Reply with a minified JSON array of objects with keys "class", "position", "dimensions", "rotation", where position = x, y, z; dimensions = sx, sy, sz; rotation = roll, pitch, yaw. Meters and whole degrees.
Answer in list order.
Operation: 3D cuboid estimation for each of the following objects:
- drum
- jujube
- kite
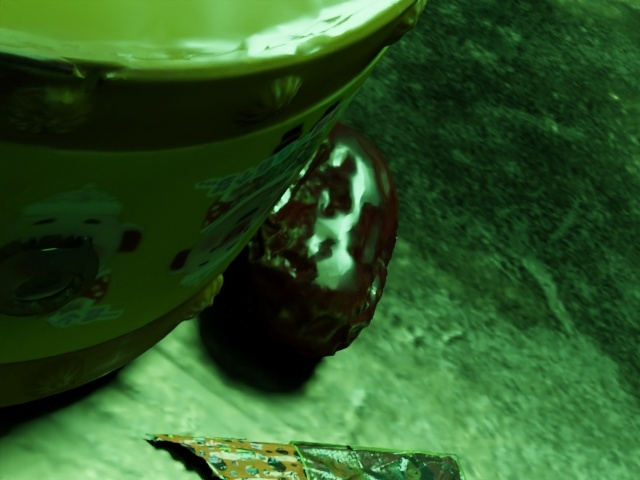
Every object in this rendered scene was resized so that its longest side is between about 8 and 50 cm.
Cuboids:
[{"class":"drum","position":[-0.167,-0.152,0.753],"dimensions":[0.431,0.214,0.431],"rotation":[18,46,-20]},{"class":"jujube","position":[0.000,0.000,0.886],"dimensions":[0.077,0.077,0.129],"rotation":[23,39,-16]},{"class":"kite","position":[0.039,0.121,0.822],"dimensions":[0.222,0.008,0.125],"rotation":[37,30,4]}]
